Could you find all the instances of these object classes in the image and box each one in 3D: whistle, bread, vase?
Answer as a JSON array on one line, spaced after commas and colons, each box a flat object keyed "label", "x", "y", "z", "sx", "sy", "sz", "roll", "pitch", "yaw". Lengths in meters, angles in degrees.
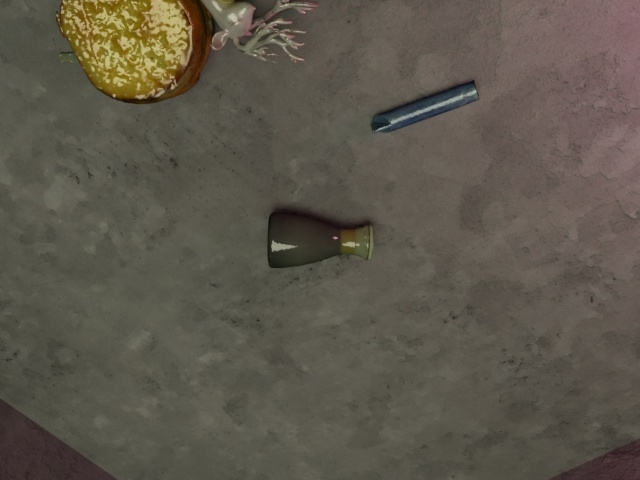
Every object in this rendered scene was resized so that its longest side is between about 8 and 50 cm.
[{"label": "whistle", "x": 0.285, "y": -0.366, "z": 1.660, "sx": 0.304, "sy": 0.062, "sz": 0.062, "roll": -18, "pitch": 117, "yaw": 15}, {"label": "bread", "x": -0.464, "y": -0.537, "z": 1.542, "sx": 0.398, "sy": 0.215, "sz": 0.398, "roll": 0, "pitch": 122, "yaw": -1}, {"label": "vase", "x": 0.000, "y": 0.000, "z": 1.845, "sx": 0.321, "sy": 0.173, "sz": 0.173, "roll": 0, "pitch": 120, "yaw": -1}]

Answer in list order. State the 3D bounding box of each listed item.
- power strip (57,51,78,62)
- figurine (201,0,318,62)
[{"label": "power strip", "x": -0.701, "y": -0.517, "z": 1.684, "sx": 0.083, "sy": 0.017, "sz": 0.027, "roll": 1, "pitch": 119, "yaw": 4}, {"label": "figurine", "x": -0.176, "y": -0.573, "z": 1.454, "sx": 0.284, "sy": 0.206, "sz": 0.316, "roll": -2, "pitch": 154, "yaw": 15}]
